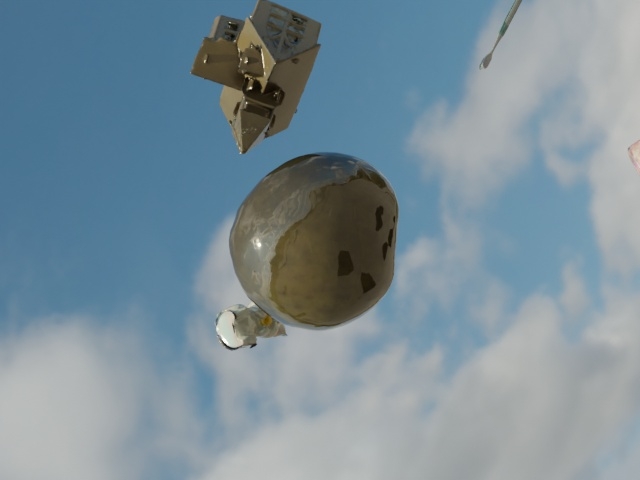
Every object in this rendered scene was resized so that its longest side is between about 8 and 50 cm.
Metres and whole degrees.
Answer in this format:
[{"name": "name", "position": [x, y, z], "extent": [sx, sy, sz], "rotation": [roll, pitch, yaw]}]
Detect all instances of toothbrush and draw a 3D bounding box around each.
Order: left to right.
[{"name": "toothbrush", "position": [0.278, -0.324, 1.748], "extent": [0.011, 0.014, 0.167], "rotation": [35, -112, -16]}]

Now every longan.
[{"name": "longan", "position": [0.000, 0.000, 1.565], "extent": [0.248, 0.248, 0.248], "rotation": [-34, -39, -34]}]

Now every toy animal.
[{"name": "toy animal", "position": [-0.095, 0.121, 1.717], "extent": [0.124, 0.071, 0.085], "rotation": [-20, -9, -41]}]

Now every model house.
[{"name": "model house", "position": [-0.110, -0.218, 1.700], "extent": [0.248, 0.176, 0.181], "rotation": [-78, 10, -45]}]

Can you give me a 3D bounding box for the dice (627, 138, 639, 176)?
[{"name": "dice", "position": [0.468, -0.106, 1.524], "extent": [0.091, 0.094, 0.093], "rotation": [-33, -7, 9]}]
